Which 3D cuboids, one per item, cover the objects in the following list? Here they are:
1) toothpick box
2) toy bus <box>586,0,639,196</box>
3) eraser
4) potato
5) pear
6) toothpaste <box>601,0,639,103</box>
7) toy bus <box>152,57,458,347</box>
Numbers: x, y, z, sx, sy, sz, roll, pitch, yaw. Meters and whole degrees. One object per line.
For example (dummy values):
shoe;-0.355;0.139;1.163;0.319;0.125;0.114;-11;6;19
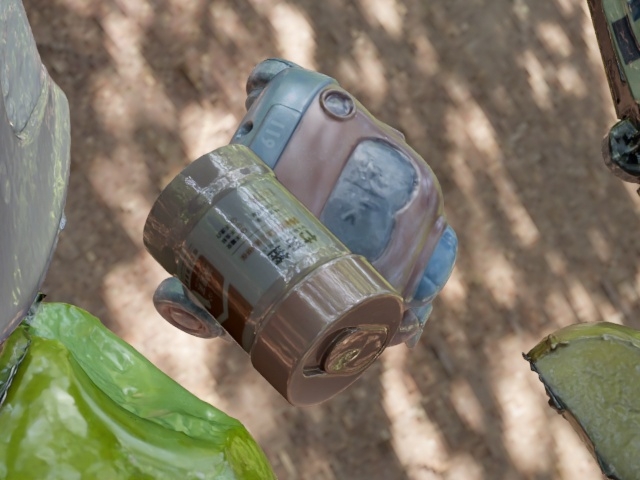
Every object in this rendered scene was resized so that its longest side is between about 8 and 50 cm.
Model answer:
toothpick box;-0.031;0.021;1.075;0.149;0.098;0.098;45;25;25
toy bus;0.312;-0.206;1.467;0.151;0.145;0.331;-6;73;-22
eraser;-0.171;-0.052;0.822;0.204;0.059;0.243;82;6;-51
potato;0.202;0.114;0.999;0.172;0.089;0.100;54;2;9
pear;-0.138;0.173;1.189;0.292;0.159;0.292;33;11;-7
toothpaste;0.200;-0.118;0.706;0.035;0.197;0.057;-5;74;-45
toy bus;0.000;0.000;1.466;0.232;0.294;0.197;26;64;4
